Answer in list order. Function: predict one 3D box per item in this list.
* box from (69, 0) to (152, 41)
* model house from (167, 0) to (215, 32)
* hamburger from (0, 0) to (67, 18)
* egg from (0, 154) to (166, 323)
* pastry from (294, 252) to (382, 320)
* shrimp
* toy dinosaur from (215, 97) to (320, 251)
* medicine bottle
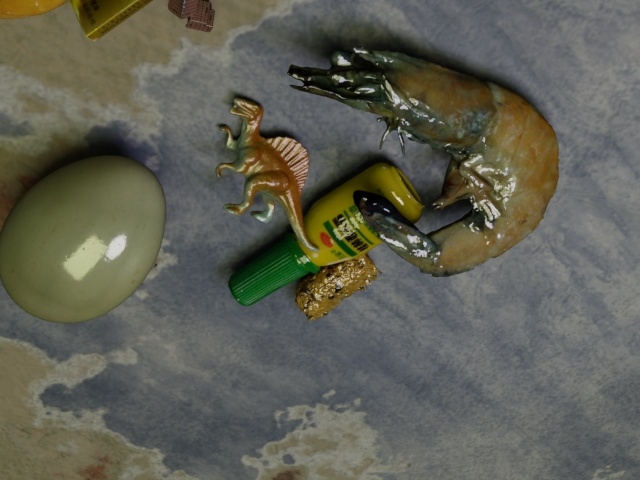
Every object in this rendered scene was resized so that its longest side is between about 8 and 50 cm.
[{"bbox_3d":[-0.215,-0.301,0.979,0.156,0.089,0.022,-29,169,16],"label":"box"},{"bbox_3d":[-0.148,-0.283,1.017,0.057,0.058,0.083,8,127,-15],"label":"model house"},{"bbox_3d":[-0.315,-0.356,0.864,0.244,0.163,0.244,-2,128,-3],"label":"hamburger"},{"bbox_3d":[-0.306,-0.004,1.135,0.188,0.188,0.254,33,111,-30],"label":"egg"},{"bbox_3d":[0.021,0.064,1.330,0.140,0.056,0.080,-34,133,10],"label":"pastry"},{"bbox_3d":[0.131,-0.105,1.146,0.445,0.085,0.272,22,99,-30],"label":"shrimp"},{"bbox_3d":[-0.061,-0.089,1.185,0.212,0.057,0.142,28,102,-25],"label":"toy dinosaur"},{"bbox_3d":[0.000,0.000,1.260,0.309,0.076,0.111,-32,118,17],"label":"medicine bottle"}]
